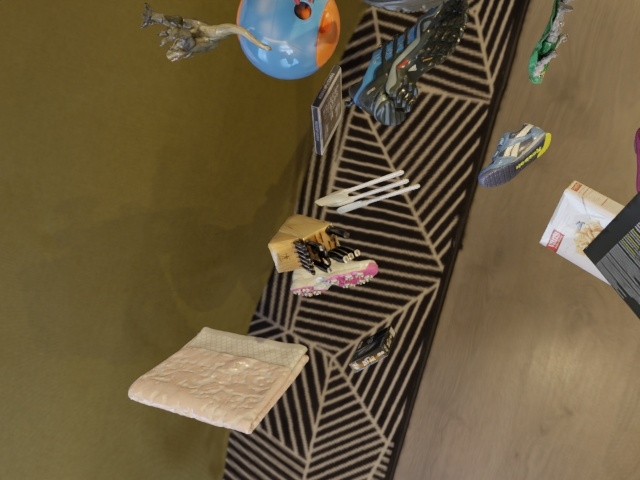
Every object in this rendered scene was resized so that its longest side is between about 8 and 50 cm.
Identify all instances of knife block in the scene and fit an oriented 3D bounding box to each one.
[{"bbox_3d":[0.000,0.000,1.583,0.242,0.275,0.088,-11,111,20],"label":"knife block"}]

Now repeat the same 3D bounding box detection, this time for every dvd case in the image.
[{"bbox_3d":[0.024,-0.413,1.934,0.030,0.238,0.179,20,65,12],"label":"dvd case"}]

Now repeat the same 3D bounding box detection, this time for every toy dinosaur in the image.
[{"bbox_3d":[-0.187,-0.299,0.875,0.268,0.118,0.064,21,104,51],"label":"toy dinosaur"}]

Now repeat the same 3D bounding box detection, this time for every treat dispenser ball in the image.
[{"bbox_3d":[-0.089,-0.594,1.668,0.288,0.288,0.288,1,93,12],"label":"treat dispenser ball"}]

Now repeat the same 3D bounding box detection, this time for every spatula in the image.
[{"bbox_3d":[0.123,-0.119,1.553,0.242,0.168,0.019,-16,70,23],"label":"spatula"}]

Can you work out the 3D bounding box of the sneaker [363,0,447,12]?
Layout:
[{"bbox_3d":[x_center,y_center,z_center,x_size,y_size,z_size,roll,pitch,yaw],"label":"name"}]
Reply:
[{"bbox_3d":[0.147,-0.308,0.534,0.286,0.130,0.109,-24,77,9],"label":"sneaker"}]

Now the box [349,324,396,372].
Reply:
[{"bbox_3d":[0.087,0.177,0.990,0.067,0.083,0.018,-33,96,24],"label":"box"}]

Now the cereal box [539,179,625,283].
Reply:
[{"bbox_3d":[0.604,0.001,1.274,0.240,0.047,0.173,34,144,25],"label":"cereal box"}]

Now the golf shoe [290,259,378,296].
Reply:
[{"bbox_3d":[0.034,0.084,1.887,0.306,0.115,0.140,-14,66,28],"label":"golf shoe"}]

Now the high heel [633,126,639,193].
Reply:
[{"bbox_3d":[0.854,-0.180,1.530,0.082,0.117,0.244,-5,76,14],"label":"high heel"}]

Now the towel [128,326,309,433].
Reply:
[{"bbox_3d":[-0.237,0.323,1.466,0.332,0.317,0.053,7,115,24],"label":"towel"}]

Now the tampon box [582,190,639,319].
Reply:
[{"bbox_3d":[0.328,-0.010,0.512,0.120,0.161,0.101,-29,69,-11],"label":"tampon box"}]

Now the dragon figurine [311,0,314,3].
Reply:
[{"bbox_3d":[0.039,-0.370,0.669,0.289,0.144,0.085,-20,100,45],"label":"dragon figurine"}]

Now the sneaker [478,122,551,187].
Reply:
[{"bbox_3d":[0.322,-0.146,1.031,0.144,0.053,0.059,-37,59,-4],"label":"sneaker"}]

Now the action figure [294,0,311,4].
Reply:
[{"bbox_3d":[-0.005,-0.383,0.858,0.038,0.030,0.115,3,53,36],"label":"action figure"}]

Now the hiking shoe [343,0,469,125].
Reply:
[{"bbox_3d":[0.169,-0.380,1.197,0.132,0.113,0.304,36,89,34],"label":"hiking shoe"}]

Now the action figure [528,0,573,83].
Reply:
[{"bbox_3d":[0.539,-0.464,1.421,0.064,0.232,0.137,27,60,16],"label":"action figure"}]
